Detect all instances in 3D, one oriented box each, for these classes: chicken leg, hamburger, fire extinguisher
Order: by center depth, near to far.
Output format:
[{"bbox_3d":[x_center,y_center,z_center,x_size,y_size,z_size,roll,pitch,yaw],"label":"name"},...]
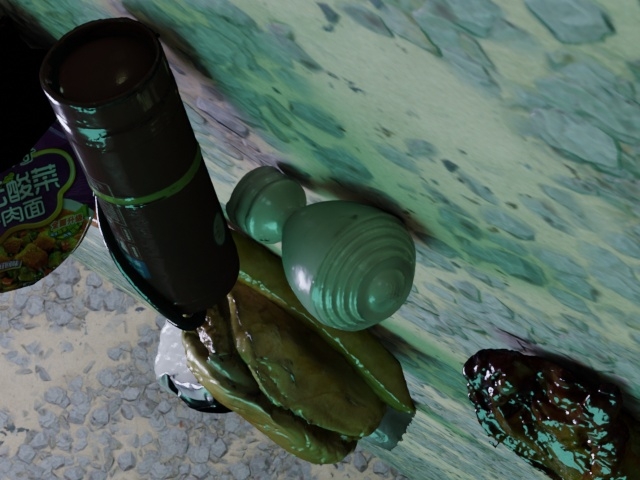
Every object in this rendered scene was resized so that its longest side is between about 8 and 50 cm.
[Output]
[{"bbox_3d":[-0.138,-0.041,1.012,0.105,0.141,0.341,-6,143,6],"label":"fire extinguisher"},{"bbox_3d":[0.279,0.191,1.096,0.323,0.083,0.177,35,154,4],"label":"chicken leg"},{"bbox_3d":[-0.055,0.167,1.564,0.283,0.144,0.259,41,-163,-18],"label":"hamburger"}]

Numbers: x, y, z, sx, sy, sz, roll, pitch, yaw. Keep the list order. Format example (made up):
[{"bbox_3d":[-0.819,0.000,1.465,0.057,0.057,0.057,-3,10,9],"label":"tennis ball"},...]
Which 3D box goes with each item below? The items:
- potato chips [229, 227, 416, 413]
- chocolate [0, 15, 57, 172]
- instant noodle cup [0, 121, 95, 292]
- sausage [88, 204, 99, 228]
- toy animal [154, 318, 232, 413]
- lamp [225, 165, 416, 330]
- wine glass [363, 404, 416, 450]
[{"bbox_3d":[-0.036,0.075,1.463,0.407,0.080,0.057,36,152,-10],"label":"potato chips"},{"bbox_3d":[-0.384,-0.173,1.164,0.206,0.224,0.177,-8,-120,-54],"label":"chocolate"},{"bbox_3d":[-0.448,-0.079,1.569,0.251,0.251,0.190,42,175,-39],"label":"instant noodle cup"},{"bbox_3d":[-0.390,-0.054,1.962,0.131,0.041,0.039,27,163,26],"label":"sausage"},{"bbox_3d":[-0.177,0.210,2.141,0.208,0.204,0.156,1,167,36],"label":"toy animal"},{"bbox_3d":[0.000,0.000,1.001,0.193,0.106,0.106,38,174,39],"label":"lamp"},{"bbox_3d":[-0.036,0.296,1.966,0.310,0.264,0.096,32,-163,0],"label":"wine glass"}]
